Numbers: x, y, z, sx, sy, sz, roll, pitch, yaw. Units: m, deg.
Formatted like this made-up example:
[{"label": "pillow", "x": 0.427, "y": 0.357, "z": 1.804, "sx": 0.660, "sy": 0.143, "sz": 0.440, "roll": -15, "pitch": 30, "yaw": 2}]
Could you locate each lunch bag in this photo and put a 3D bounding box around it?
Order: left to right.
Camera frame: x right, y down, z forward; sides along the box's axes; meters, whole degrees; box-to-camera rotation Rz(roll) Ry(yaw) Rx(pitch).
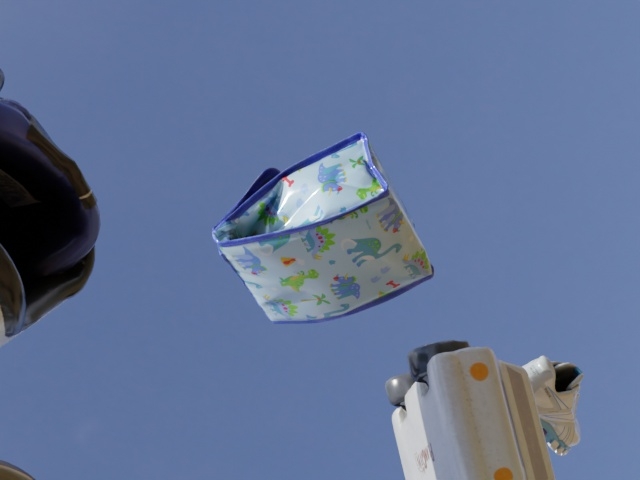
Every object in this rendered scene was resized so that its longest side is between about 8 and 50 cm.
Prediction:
[{"label": "lunch bag", "x": 0.000, "y": 0.000, "z": 1.449, "sx": 0.151, "sy": 0.096, "sz": 0.129, "roll": -27, "pitch": -44, "yaw": 5}]

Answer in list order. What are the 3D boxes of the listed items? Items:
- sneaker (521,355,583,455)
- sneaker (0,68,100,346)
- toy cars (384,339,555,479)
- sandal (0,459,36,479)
[{"label": "sneaker", "x": 0.253, "y": 0.171, "z": 1.847, "sx": 0.083, "sy": 0.071, "sz": 0.190, "roll": -39, "pitch": -30, "yaw": 9}, {"label": "sneaker", "x": -0.197, "y": 0.011, "z": 0.765, "sx": 0.182, "sy": 0.315, "sz": 0.127, "roll": -33, "pitch": -67, "yaw": -18}, {"label": "toy cars", "x": 0.101, "y": 0.195, "z": 1.002, "sx": 0.087, "sy": 0.176, "sz": 0.394, "roll": -11, "pitch": -54, "yaw": -8}, {"label": "sandal", "x": -0.156, "y": 0.171, "z": 0.911, "sx": 0.072, "sy": 0.049, "sz": 0.180, "roll": -42, "pitch": -56, "yaw": 6}]
